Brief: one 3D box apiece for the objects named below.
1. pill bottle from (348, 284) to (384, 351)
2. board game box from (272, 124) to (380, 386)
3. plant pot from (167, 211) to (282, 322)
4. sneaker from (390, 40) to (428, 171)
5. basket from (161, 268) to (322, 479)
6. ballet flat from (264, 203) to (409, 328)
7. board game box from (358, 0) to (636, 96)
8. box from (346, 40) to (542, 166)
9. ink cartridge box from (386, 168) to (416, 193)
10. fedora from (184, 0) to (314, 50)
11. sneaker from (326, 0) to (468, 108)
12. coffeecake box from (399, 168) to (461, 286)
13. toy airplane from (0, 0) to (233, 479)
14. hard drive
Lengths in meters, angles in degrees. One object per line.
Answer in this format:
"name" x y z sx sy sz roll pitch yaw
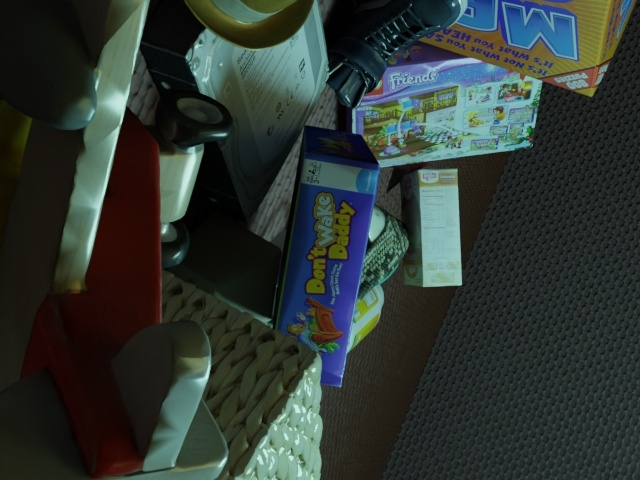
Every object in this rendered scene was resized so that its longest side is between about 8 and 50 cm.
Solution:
"pill bottle" 0.035 0.124 1.793 0.208 0.117 0.118 -34 142 -63
"board game box" 0.000 0.000 1.209 0.347 0.078 0.233 -96 -164 -80
"plant pot" -0.123 0.048 1.236 0.096 0.109 0.109 -29 140 -45
"sneaker" 0.169 -0.258 1.720 0.116 0.136 0.314 11 99 -74
"basket" -0.176 0.243 1.014 0.328 0.266 0.331 -55 157 -37
"ballet flat" 0.002 0.033 1.548 0.483 0.164 0.182 -48 138 -46
"board game box" 0.269 -0.475 1.376 0.356 0.356 0.356 -63 163 -19
"box" 0.185 -0.212 1.582 0.201 0.293 0.057 88 -8 -49
"ink cartridge box" 0.207 -0.203 1.828 0.223 0.045 0.224 -37 -150 58
"fedora" -0.053 -0.274 0.953 0.194 0.079 0.194 -1 91 -40
"sneaker" 0.086 -0.256 1.382 0.226 0.086 0.163 -10 -139 56
"coffeecake box" 0.179 -0.020 1.715 0.142 0.068 0.186 172 -84 -83
"toy airplane" -0.196 0.020 0.666 0.384 0.272 0.386 161 -59 -69
"hard drive" -0.076 -0.196 1.147 0.237 0.064 0.339 -63 162 -22
